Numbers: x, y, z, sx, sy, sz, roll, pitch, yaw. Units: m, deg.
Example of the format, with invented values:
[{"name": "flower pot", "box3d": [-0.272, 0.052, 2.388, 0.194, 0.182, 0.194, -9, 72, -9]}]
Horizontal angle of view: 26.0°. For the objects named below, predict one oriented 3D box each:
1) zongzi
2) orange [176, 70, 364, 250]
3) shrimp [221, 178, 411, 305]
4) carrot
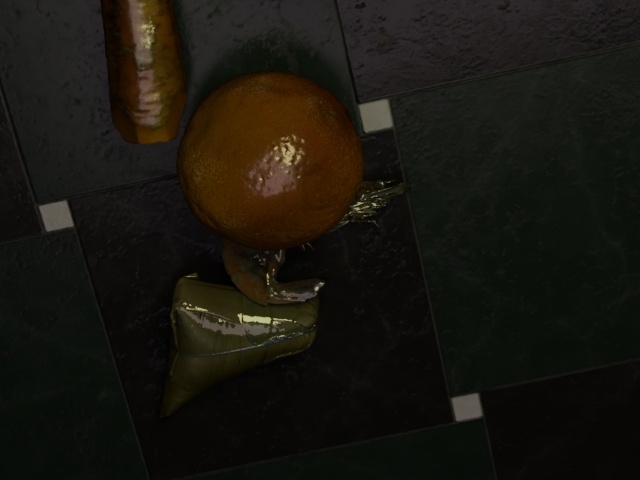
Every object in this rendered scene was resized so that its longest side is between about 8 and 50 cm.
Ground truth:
[{"name": "zongzi", "box3d": [-0.125, 0.182, 2.102, 0.228, 0.115, 0.256, 7, 117, -9]}, {"name": "orange", "box3d": [-0.075, -0.109, 1.921, 0.264, 0.264, 0.264, 0, 110, -1]}, {"name": "shrimp", "box3d": [0.000, 0.000, 2.032, 0.296, 0.058, 0.169, -15, 77, 6]}, {"name": "carrot", "box3d": [-0.249, -0.284, 1.925, 0.114, 0.114, 0.302, -4, 108, 0]}]
